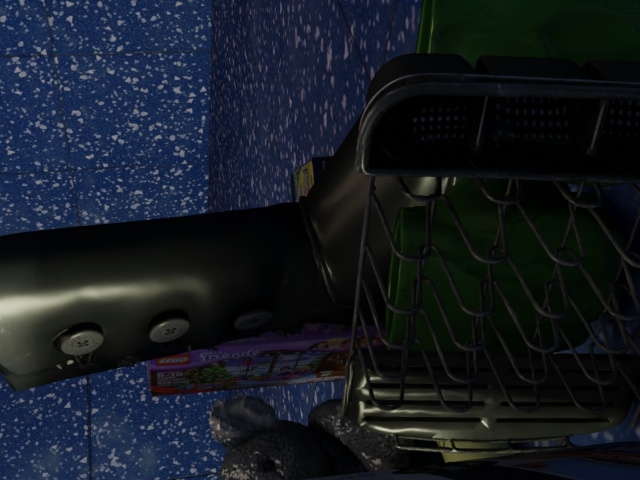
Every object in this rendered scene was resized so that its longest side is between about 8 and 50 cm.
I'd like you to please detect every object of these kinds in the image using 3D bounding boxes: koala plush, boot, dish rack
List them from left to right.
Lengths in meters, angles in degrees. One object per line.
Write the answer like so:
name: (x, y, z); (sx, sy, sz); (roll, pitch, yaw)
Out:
boot: (-0.101, -0.009, 0.760); (0.367, 0.445, 0.146); (99, 161, -47)
koala plush: (-0.006, 0.246, 0.874); (0.203, 0.221, 0.196); (-88, -13, -78)
dish rack: (0.111, 0.031, 0.421); (0.074, 0.208, 0.272); (-92, 5, -54)

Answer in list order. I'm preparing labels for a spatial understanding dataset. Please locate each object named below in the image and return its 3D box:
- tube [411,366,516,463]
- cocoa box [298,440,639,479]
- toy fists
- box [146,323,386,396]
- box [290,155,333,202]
tube: (0.127, 0.175, 0.704); (0.240, 0.062, 0.070); (-117, 40, -63)
cocoa box: (0.130, 0.273, 0.340); (0.231, 0.227, 0.347); (137, 128, -73)
toy fists: (0.120, -0.036, 0.485); (0.096, 0.142, 0.279); (-84, -1, -57)
box: (-0.069, 0.135, 1.013); (0.201, 0.293, 0.057); (111, 153, -63)
box: (0.000, 0.000, 1.222); (0.159, 0.044, 0.233); (163, 102, -77)
